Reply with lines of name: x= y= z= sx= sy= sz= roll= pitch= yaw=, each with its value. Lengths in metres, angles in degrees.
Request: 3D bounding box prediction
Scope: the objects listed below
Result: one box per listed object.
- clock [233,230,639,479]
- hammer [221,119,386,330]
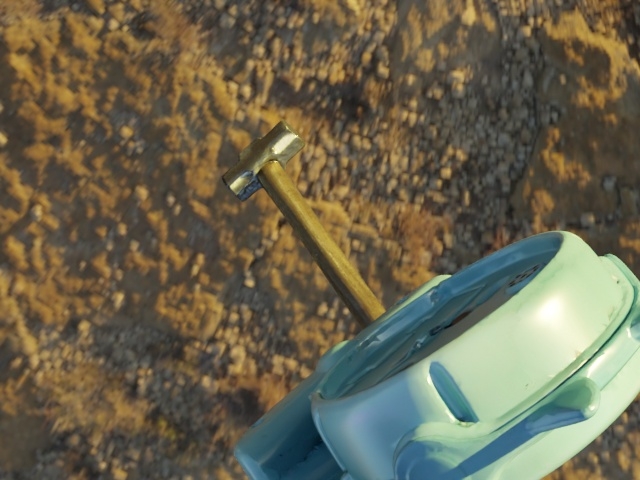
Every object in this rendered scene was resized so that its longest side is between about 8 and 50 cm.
clock: x=0.091 y=0.078 z=0.778 sx=0.094 sy=0.223 sz=0.274 roll=55 pitch=144 yaw=-4
hammer: x=0.000 y=0.000 z=1.550 sx=0.111 sy=0.365 sz=0.043 roll=-42 pitch=140 yaw=8
